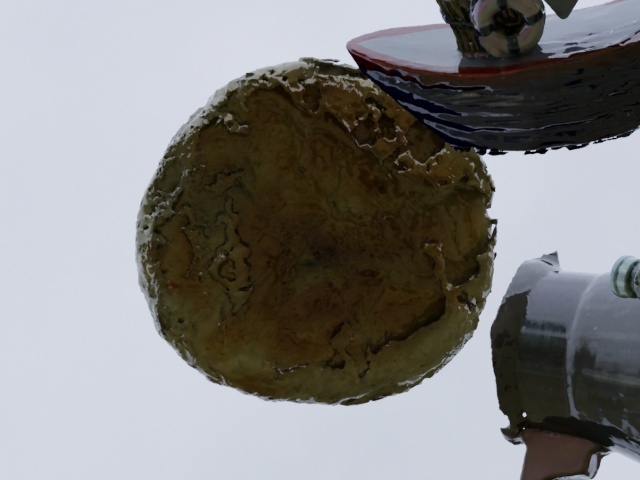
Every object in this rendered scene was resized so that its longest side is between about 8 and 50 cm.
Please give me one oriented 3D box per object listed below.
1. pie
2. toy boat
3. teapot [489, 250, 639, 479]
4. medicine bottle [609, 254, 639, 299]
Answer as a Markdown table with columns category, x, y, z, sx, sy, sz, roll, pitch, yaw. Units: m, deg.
| category | x | y | z | sx | sy | sz | roll | pitch | yaw |
| --- | --- | --- | --- | --- | --- | --- | --- | --- | --- |
| pie | 0.000 | 0.000 | 0.875 | 0.274 | 0.055 | 0.274 | 0 | -88 | -4 |
| toy boat | 0.127 | -0.177 | 0.646 | 0.219 | 0.072 | 0.318 | 16 | -48 | 8 |
| teapot | 0.389 | 0.183 | 1.435 | 0.305 | 0.362 | 0.376 | 31 | -112 | -51 |
| medicine bottle | 0.382 | 0.050 | 1.197 | 0.051 | 0.191 | 0.051 | -6 | -79 | -36 |
